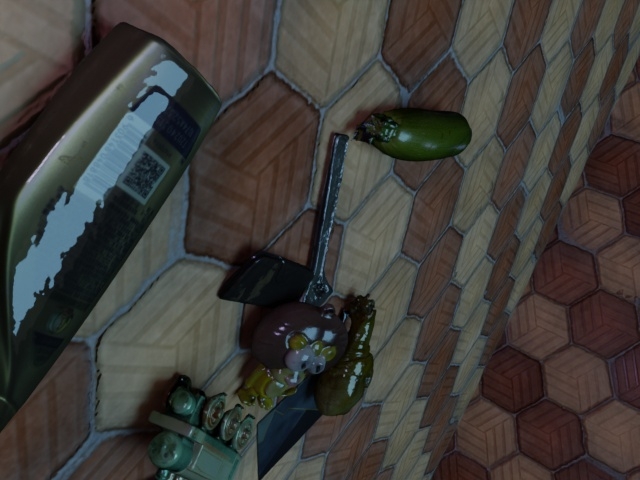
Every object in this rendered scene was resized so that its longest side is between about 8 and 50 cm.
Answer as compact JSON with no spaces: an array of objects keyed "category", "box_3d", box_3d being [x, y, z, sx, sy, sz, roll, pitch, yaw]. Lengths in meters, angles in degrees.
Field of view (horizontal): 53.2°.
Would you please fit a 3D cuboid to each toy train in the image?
[{"category":"toy train","box_3d":[-0.151,0.250,0.793,0.194,0.081,0.125,66,42,-58]}]

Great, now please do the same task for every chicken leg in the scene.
[{"category":"chicken leg","box_3d":[0.054,0.200,1.121,0.103,0.088,0.227,17,90,-50]}]

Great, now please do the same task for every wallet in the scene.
[{"category":"wallet","box_3d":[-0.067,0.055,0.839,0.082,0.018,0.157,-46,154,9]}]

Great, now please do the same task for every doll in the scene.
[{"category":"doll","box_3d":[-0.034,0.165,0.900,0.145,0.096,0.188,0,122,-23]}]

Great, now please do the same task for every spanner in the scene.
[{"category":"spanner","box_3d":[0.000,0.000,0.919,0.093,0.026,0.325,-25,132,-49]}]

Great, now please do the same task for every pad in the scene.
[{"category":"pad","box_3d":[-0.031,0.302,1.141,0.243,0.004,0.163,-37,142,-40]}]

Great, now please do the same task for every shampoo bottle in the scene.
[{"category":"shampoo bottle","box_3d":[-0.209,0.004,0.497,0.350,0.084,0.125,-59,150,-7]}]

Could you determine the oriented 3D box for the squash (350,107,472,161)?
[{"category":"squash","box_3d":[0.154,-0.163,0.980,0.332,0.087,0.087,-11,122,-55]}]
